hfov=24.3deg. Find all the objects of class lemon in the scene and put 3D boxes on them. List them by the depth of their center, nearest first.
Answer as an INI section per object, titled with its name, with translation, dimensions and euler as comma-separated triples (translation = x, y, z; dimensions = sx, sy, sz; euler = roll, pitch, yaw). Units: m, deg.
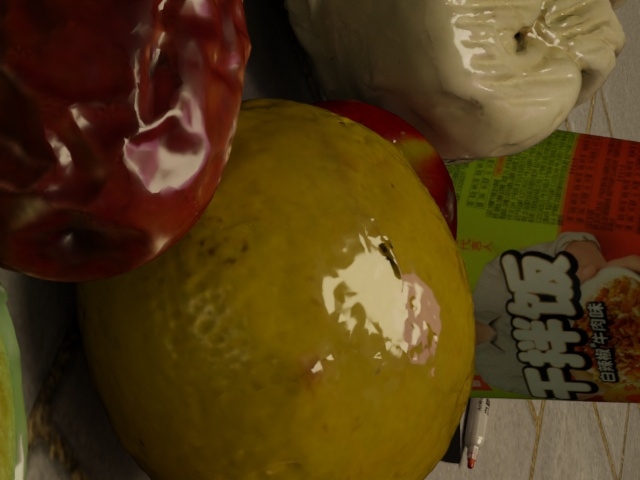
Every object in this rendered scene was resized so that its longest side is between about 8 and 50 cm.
[lemon]
translation = -0.027, 0.049, 0.935
dimensions = 0.260, 0.261, 0.284
euler = -27, 113, -66

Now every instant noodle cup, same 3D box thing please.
[instant noodle cup]
translation = 0.202, 0.022, 1.367
dimensions = 0.294, 0.308, 0.293
euler = 5, 90, -75

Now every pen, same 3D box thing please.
[pen]
translation = 0.190, 0.171, 1.739
dimensions = 0.026, 0.026, 0.218
euler = 63, 33, -45

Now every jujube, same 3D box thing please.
[jujube]
translation = -0.124, -0.101, 0.804
dimensions = 0.174, 0.174, 0.250
euler = 50, 34, -56

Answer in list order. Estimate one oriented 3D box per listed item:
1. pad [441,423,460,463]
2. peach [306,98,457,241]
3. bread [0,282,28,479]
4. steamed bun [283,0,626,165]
[pad]
translation = 0.130, 0.119, 1.626
dimensions = 0.164, 0.004, 0.243
euler = 29, 60, -64
[peach]
translation = 0.000, 0.000, 1.163
dimensions = 0.196, 0.226, 0.190
euler = -18, 69, -34
[bread]
translation = -0.234, 0.098, 0.684
dimensions = 0.301, 0.045, 0.301
euler = -4, 90, -66
[steamed bun]
translation = 0.085, -0.236, 1.254
dimensions = 0.339, 0.247, 0.352
euler = -40, 112, -45
